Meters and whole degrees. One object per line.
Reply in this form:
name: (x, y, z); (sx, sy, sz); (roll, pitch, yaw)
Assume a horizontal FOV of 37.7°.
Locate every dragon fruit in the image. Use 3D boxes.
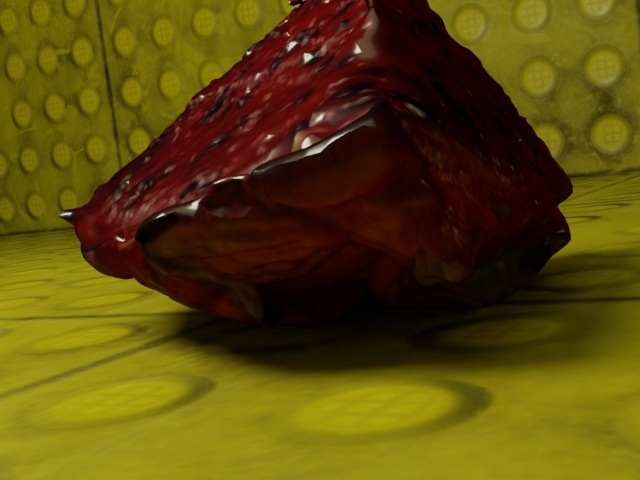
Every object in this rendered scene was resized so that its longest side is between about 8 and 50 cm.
dragon fruit: (0.006, 0.007, 0.549); (0.286, 0.228, 0.329); (-38, 21, 11)
